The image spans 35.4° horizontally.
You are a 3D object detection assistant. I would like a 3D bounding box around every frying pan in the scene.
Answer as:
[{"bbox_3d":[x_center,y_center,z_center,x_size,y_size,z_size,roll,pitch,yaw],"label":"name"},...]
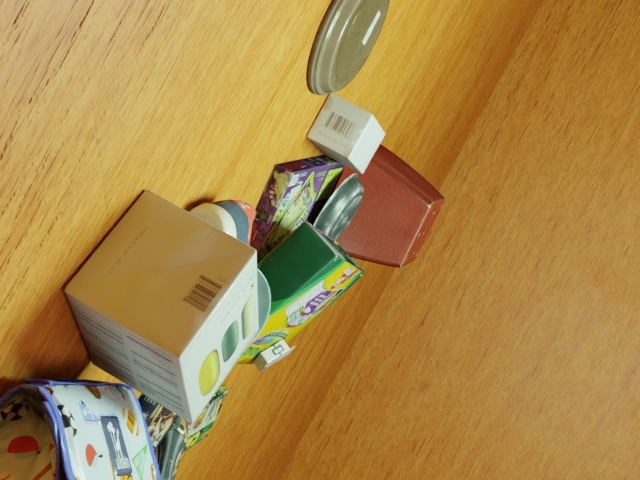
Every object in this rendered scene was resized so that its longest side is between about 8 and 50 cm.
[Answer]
[{"bbox_3d":[0.000,-0.010,2.241,0.326,0.053,0.197,-54,168,-11],"label":"frying pan"}]

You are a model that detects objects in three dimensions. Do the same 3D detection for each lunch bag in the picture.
[{"bbox_3d":[-0.386,0.390,1.442,0.328,0.238,0.386,39,64,-76],"label":"lunch bag"}]

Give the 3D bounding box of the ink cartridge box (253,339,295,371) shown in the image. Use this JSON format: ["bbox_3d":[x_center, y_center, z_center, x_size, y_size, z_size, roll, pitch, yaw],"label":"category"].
[{"bbox_3d":[-0.098,0.242,2.147,0.083,0.028,0.048,-27,165,-38],"label":"ink cartridge box"}]

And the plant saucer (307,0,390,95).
[{"bbox_3d":[0.062,-0.397,1.902,0.278,0.041,0.278,-57,166,-23],"label":"plant saucer"}]

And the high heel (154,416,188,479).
[{"bbox_3d":[-0.349,0.480,2.110,0.261,0.093,0.186,-51,-158,41],"label":"high heel"}]

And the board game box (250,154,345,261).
[{"bbox_3d":[-0.053,-0.074,2.119,0.208,0.056,0.347,-69,165,14],"label":"board game box"}]

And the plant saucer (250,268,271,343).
[{"bbox_3d":[-0.186,0.123,1.877,0.194,0.037,0.195,-10,109,-29],"label":"plant saucer"}]

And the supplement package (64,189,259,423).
[{"bbox_3d":[-0.225,0.105,1.502,0.199,0.198,0.263,-55,166,-27],"label":"supplement package"}]

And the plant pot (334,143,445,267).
[{"bbox_3d":[0.154,-0.073,2.483,0.267,0.235,0.267,-65,166,13],"label":"plant pot"}]

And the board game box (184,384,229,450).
[{"bbox_3d":[-0.292,0.416,2.264,0.136,0.030,0.259,-62,167,14],"label":"board game box"}]

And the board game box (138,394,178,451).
[{"bbox_3d":[-0.344,0.372,1.944,0.243,0.042,0.165,-57,166,-18],"label":"board game box"}]

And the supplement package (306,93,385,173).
[{"bbox_3d":[0.056,-0.220,2.095,0.105,0.105,0.179,-62,166,0],"label":"supplement package"}]

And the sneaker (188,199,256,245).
[{"bbox_3d":[-0.188,0.085,1.746,0.148,0.131,0.350,-31,147,-57],"label":"sneaker"}]

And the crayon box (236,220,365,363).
[{"bbox_3d":[-0.077,0.123,2.106,0.313,0.106,0.363,-43,167,4],"label":"crayon box"}]
